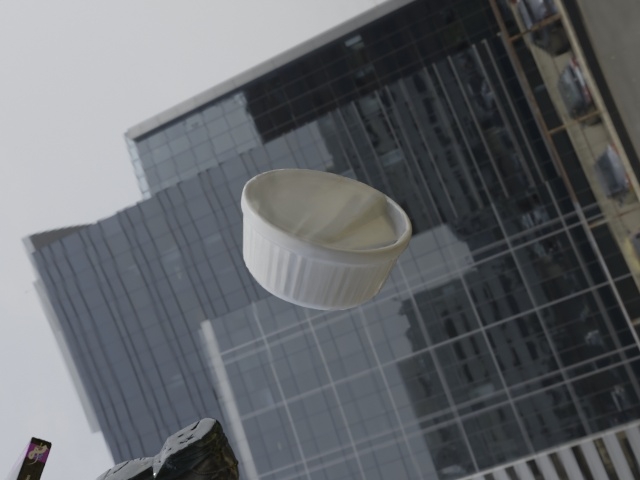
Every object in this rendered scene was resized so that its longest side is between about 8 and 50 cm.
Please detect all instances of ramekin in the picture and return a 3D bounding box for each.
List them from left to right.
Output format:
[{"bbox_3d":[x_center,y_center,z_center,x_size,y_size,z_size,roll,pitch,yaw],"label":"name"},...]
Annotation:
[{"bbox_3d":[0.000,0.000,1.170,0.273,0.272,0.127,-85,8,-62],"label":"ramekin"}]

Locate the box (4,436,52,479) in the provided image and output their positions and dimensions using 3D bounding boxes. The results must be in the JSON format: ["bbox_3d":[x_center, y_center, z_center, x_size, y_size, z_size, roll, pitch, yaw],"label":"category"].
[{"bbox_3d":[-0.353,0.317,0.820,0.029,0.116,0.162,25,-142,-20],"label":"box"}]

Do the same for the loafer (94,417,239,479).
[{"bbox_3d":[-0.153,0.227,0.662,0.061,0.170,0.062,62,-177,-11],"label":"loafer"}]
